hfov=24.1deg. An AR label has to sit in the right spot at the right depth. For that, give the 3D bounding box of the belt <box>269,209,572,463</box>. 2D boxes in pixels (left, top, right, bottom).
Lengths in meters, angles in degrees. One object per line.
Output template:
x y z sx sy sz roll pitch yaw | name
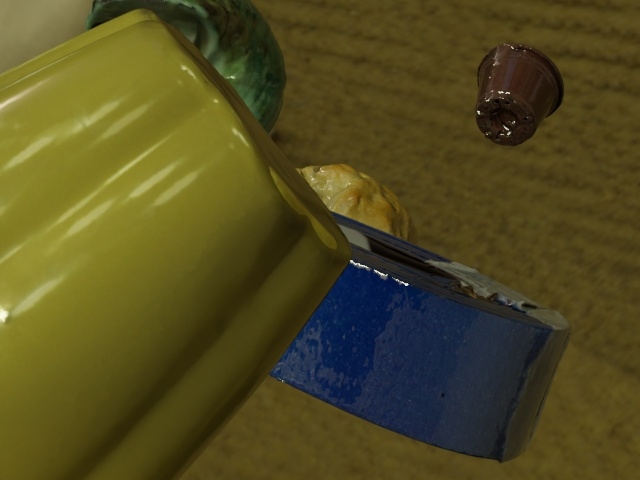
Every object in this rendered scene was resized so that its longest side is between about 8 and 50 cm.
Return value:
0.020 0.053 1.171 0.347 0.212 0.117 23 97 28 | belt

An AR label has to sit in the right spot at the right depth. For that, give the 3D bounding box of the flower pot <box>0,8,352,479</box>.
-0.095 0.008 0.617 0.179 0.195 0.195 -41 80 4 | flower pot

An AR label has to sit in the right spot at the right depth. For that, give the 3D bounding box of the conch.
-0.115 -0.144 1.266 0.122 0.175 0.188 -127 36 -52 | conch

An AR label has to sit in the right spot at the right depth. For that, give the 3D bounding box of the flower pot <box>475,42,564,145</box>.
0.226 -0.164 1.778 0.111 0.089 0.111 15 135 16 | flower pot

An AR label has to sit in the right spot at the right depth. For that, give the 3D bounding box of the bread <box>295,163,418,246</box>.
0.000 0.000 1.835 0.244 0.244 0.134 4 137 26 | bread
